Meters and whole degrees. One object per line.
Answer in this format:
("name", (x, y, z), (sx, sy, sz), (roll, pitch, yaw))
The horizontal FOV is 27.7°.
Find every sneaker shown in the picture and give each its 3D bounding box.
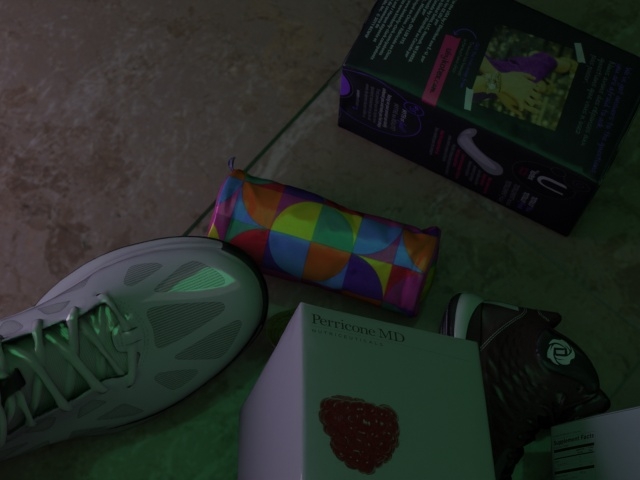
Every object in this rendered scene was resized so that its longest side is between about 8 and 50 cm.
("sneaker", (0.195, 0.186, 1.226), (0.162, 0.106, 0.281), (4, 72, -2))
("sneaker", (-0.248, 0.137, 1.137), (0.447, 0.257, 0.169), (-22, 98, -3))

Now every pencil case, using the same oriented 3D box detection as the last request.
("pencil case", (0.000, 0.000, 1.284), (0.236, 0.104, 0.104), (19, 73, 4))

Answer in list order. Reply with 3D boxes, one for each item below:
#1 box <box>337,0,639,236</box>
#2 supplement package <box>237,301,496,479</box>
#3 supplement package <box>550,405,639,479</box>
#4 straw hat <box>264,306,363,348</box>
("box", (0.168, -0.143, 1.293), (0.270, 0.165, 0.143), (27, 74, 7))
("supplement package", (0.034, 0.228, 1.086), (0.177, 0.175, 0.293), (13, 45, -16))
("supplement package", (0.326, 0.263, 1.144), (0.194, 0.149, 0.203), (10, 71, -25))
("straw hat", (0.013, 0.123, 1.260), (0.144, 0.144, 0.061), (12, 113, 3))
